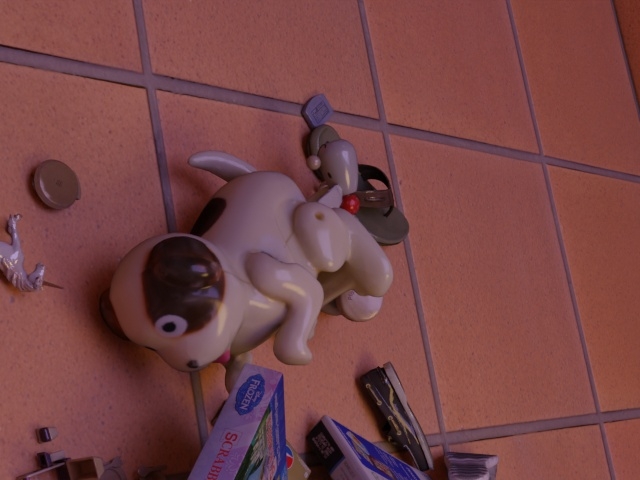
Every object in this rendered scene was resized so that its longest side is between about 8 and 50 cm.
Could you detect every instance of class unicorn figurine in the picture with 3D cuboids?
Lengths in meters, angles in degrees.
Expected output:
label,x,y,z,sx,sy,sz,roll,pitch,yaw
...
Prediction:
label,x,y,z,sx,sy,sz,roll,pitch,yaw
unicorn figurine,-0.443,0.013,1.667,0.162,0.060,0.111,10,66,-31

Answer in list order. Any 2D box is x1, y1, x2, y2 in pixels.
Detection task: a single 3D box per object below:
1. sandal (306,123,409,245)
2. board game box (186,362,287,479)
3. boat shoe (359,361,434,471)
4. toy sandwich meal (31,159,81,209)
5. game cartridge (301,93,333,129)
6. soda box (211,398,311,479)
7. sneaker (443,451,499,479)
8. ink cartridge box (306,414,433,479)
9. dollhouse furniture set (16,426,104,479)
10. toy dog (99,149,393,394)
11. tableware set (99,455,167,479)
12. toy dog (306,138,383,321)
label,x,y,z,sx,sy,sz,roll,pitch,yaw
sandal,0.084,-0.104,2.333,0.303,0.086,0.120,50,42,-27
board game box,-0.131,0.399,1.728,0.318,0.066,0.318,89,19,-45
boat shoe,0.146,0.339,2.240,0.081,0.069,0.228,-99,165,-80
toy sandwich meal,-0.397,-0.083,1.782,0.085,0.029,0.085,18,64,-42
game cartridge,-0.007,-0.254,2.347,0.056,0.017,0.083,61,38,-18
soda box,-0.096,0.337,1.943,0.181,0.061,0.058,54,41,-20
sneaker,0.283,0.475,2.288,0.281,0.105,0.115,-5,97,-76
ink cartridge box,0.146,0.461,2.046,0.307,0.072,0.303,38,6,-36
dollhouse furniture set,-0.357,0.296,1.599,0.081,0.114,0.091,-13,87,-48
toy dog,-0.138,0.050,1.843,0.408,0.284,0.395,-29,94,-51
tableware set,-0.270,0.397,1.736,0.141,0.020,0.168,7,70,-49
toy dog,0.000,0.000,2.133,0.161,0.220,0.333,-5,69,-20
